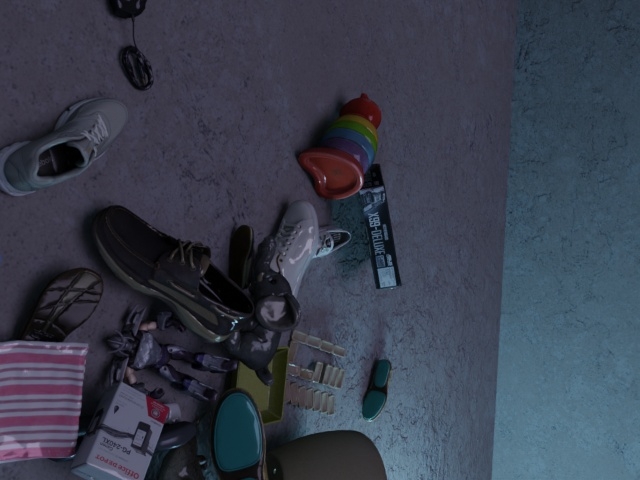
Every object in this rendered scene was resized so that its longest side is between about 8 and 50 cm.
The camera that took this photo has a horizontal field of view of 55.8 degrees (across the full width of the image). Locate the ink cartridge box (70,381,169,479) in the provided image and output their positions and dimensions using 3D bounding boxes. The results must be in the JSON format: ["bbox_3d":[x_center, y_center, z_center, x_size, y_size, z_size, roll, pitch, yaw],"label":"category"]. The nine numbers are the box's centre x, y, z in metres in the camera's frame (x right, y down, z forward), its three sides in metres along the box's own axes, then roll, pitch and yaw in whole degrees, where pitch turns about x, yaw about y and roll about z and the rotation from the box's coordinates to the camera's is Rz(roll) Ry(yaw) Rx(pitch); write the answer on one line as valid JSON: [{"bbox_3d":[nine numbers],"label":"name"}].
[{"bbox_3d":[-0.341,0.339,1.039,0.109,0.063,0.150,39,42,-27],"label":"ink cartridge box"}]

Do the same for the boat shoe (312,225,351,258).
[{"bbox_3d":[0.000,0.000,1.614,0.226,0.076,0.083,-28,115,-51],"label":"boat shoe"}]

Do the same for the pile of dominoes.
[{"bbox_3d":[-0.028,0.365,1.661,0.251,0.040,0.195,30,69,-44],"label":"pile of dominoes"}]

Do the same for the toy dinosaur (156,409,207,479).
[{"bbox_3d":[-0.282,0.489,1.211,0.313,0.121,0.160,-62,152,-26],"label":"toy dinosaur"}]

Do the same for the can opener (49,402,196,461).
[{"bbox_3d":[-0.352,0.354,1.115,0.283,0.095,0.075,11,83,-55],"label":"can opener"}]

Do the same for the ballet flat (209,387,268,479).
[{"bbox_3d":[-0.168,0.493,1.312,0.123,0.123,0.348,-3,79,-55],"label":"ballet flat"}]

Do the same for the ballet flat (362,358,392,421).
[{"bbox_3d":[0.189,0.486,1.942,0.206,0.073,0.067,-67,155,-21],"label":"ballet flat"}]

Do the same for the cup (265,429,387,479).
[{"bbox_3d":[-0.032,0.611,1.457,0.237,0.331,0.330,20,75,-29],"label":"cup"}]

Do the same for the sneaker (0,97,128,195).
[{"bbox_3d":[-0.393,-0.155,0.990,0.262,0.121,0.099,-52,134,-39],"label":"sneaker"}]

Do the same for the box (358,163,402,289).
[{"bbox_3d":[0.168,-0.045,1.761,0.242,0.077,0.307,-84,163,-69],"label":"box"}]

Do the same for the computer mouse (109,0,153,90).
[{"bbox_3d":[-0.351,-0.399,1.113,0.071,0.041,0.242,-22,118,-43],"label":"computer mouse"}]

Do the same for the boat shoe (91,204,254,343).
[{"bbox_3d":[-0.259,0.049,1.134,0.355,0.130,0.132,45,27,-31],"label":"boat shoe"}]

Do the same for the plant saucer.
[{"bbox_3d":[-0.155,0.347,1.445,0.188,0.045,0.188,10,85,-56],"label":"plant saucer"}]

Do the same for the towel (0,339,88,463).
[{"bbox_3d":[-0.451,0.255,0.958,0.144,0.029,0.196,6,96,-34],"label":"towel"}]

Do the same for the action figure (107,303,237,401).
[{"bbox_3d":[-0.300,0.232,1.182,0.285,0.099,0.185,37,69,-47],"label":"action figure"}]

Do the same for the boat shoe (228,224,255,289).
[{"bbox_3d":[-0.176,0.040,1.387,0.049,0.056,0.152,3,99,-60],"label":"boat shoe"}]

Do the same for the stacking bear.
[{"bbox_3d":[0.083,-0.276,1.652,0.175,0.164,0.289,58,43,-40],"label":"stacking bear"}]

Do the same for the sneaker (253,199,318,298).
[{"bbox_3d":[-0.086,0.028,1.463,0.123,0.106,0.290,30,70,-55],"label":"sneaker"}]

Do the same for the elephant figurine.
[{"bbox_3d":[-0.115,0.149,1.319,0.239,0.169,0.186,-45,133,-8],"label":"elephant figurine"}]

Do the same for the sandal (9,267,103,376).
[{"bbox_3d":[-0.446,0.139,0.998,0.090,0.060,0.219,33,80,-37],"label":"sandal"}]
